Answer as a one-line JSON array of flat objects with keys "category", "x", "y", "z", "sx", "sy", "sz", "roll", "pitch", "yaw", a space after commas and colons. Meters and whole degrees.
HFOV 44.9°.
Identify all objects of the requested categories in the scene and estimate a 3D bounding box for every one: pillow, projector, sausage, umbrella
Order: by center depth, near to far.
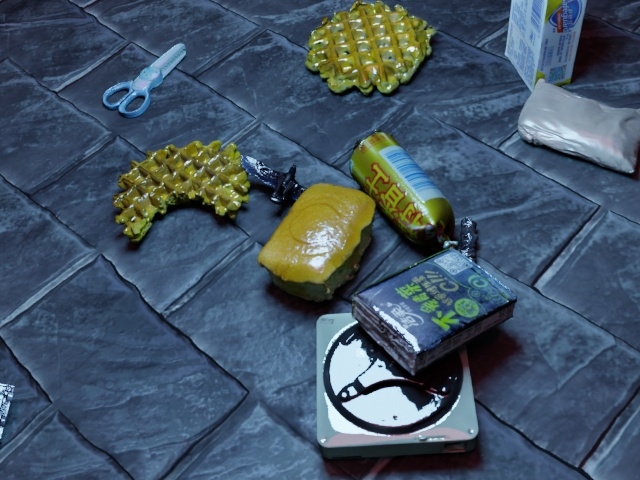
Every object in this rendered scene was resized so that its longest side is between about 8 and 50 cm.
[{"category": "projector", "x": 0.122, "y": 0.231, "z": 1.309, "sx": 0.257, "sy": 0.079, "sz": 0.259, "roll": -4, "pitch": 49, "yaw": 4}, {"category": "umbrella", "x": 0.282, "y": 0.019, "z": 1.482, "sx": 0.037, "sy": 0.040, "sz": 0.143, "roll": 7, "pitch": 54, "yaw": 3}, {"category": "sausage", "x": 0.177, "y": -0.072, "z": 1.523, "sx": 0.117, "sy": 0.125, "sz": 0.317, "roll": -24, "pitch": 55, "yaw": -15}, {"category": "pillow", "x": 0.555, "y": -0.244, "z": 1.634, "sx": 0.270, "sy": 0.067, "sz": 0.173, "roll": 22, "pitch": 64, "yaw": 24}]

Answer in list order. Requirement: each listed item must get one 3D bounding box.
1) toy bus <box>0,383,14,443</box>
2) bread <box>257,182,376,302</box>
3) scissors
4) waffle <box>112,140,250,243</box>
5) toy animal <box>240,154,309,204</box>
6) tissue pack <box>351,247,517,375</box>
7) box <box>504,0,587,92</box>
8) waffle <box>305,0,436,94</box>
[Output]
[{"category": "toy bus", "x": -0.576, "y": 0.307, "z": 1.361, "sx": 0.052, "sy": 0.058, "sz": 0.102, "roll": 14, "pitch": 50, "yaw": -17}, {"category": "bread", "x": 0.000, "y": 0.000, "z": 1.486, "sx": 0.174, "sy": 0.121, "sz": 0.245, "roll": 23, "pitch": 60, "yaw": 22}, {"category": "scissors", "x": -0.423, "y": -0.403, "z": 1.922, "sx": 0.125, "sy": 0.030, "sz": 0.256, "roll": 26, "pitch": 63, "yaw": 27}, {"category": "waffle", "x": -0.296, "y": -0.115, "z": 1.655, "sx": 0.293, "sy": 0.069, "sz": 0.259, "roll": -11, "pitch": 47, "yaw": -1}, {"category": "toy animal", "x": -0.072, "y": -0.120, "z": 1.607, "sx": 0.220, "sy": 0.062, "sz": 0.108, "roll": 23, "pitch": 26, "yaw": -3}, {"category": "tissue pack", "x": 0.194, "y": 0.112, "z": 1.318, "sx": 0.236, "sy": 0.073, "sz": 0.173, "roll": -24, "pitch": 46, "yaw": -28}, {"category": "box", "x": 0.493, "y": -0.482, "z": 1.706, "sx": 0.097, "sy": 0.265, "sz": 0.168, "roll": -14, "pitch": 49, "yaw": -5}, {"category": "waffle", "x": 0.112, "y": -0.473, "z": 1.878, "sx": 0.302, "sy": 0.068, "sz": 0.325, "roll": 27, "pitch": 59, "yaw": 26}]
